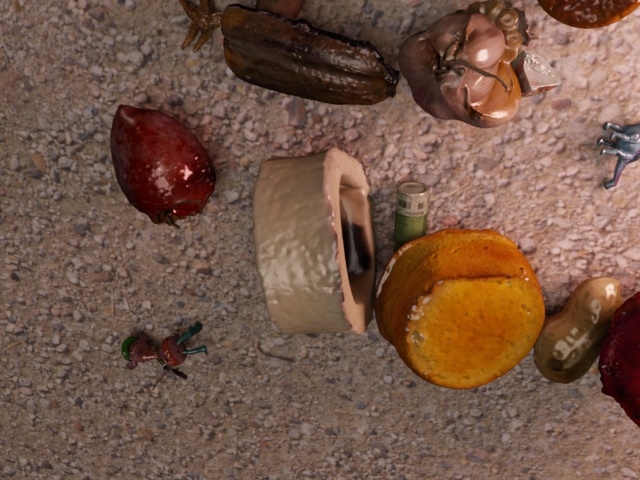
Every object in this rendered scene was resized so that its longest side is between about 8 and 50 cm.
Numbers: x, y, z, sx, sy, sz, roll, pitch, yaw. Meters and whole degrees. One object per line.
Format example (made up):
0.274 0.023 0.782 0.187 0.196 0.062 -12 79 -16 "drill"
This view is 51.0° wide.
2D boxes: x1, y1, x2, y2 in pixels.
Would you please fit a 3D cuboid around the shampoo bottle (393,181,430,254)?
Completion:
0.171 -0.006 1.264 0.065 0.065 0.205 7 119 13 "shampoo bottle"

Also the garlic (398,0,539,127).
0.245 -0.280 1.014 0.207 0.256 0.207 -1 95 -15 "garlic"

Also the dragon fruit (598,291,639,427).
0.603 0.159 1.090 0.330 0.302 0.240 38 168 -35 "dragon fruit"

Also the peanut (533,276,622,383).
0.474 0.164 1.241 0.120 0.110 0.236 34 122 23 "peanut"

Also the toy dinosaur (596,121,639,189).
0.502 -0.165 1.093 0.080 0.045 0.197 12 128 -5 "toy dinosaur"

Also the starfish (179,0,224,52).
-0.193 -0.392 1.174 0.130 0.041 0.133 4 119 13 "starfish"

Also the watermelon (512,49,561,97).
0.337 -0.262 1.077 0.085 0.061 0.085 6 128 7 "watermelon"

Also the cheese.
-0.002 -0.001 1.194 0.153 0.292 0.332 -2 105 17 "cheese"

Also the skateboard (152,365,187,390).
-0.369 0.339 1.630 0.064 0.032 0.083 35 119 -16 "skateboard"

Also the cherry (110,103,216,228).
-0.304 -0.147 1.259 0.175 0.192 0.250 -34 99 -8 "cherry"

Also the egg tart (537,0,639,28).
0.382 -0.392 0.933 0.215 0.171 0.215 17 134 19 "egg tart"

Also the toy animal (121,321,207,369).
-0.357 0.251 1.553 0.208 0.100 0.103 -17 151 21 "toy animal"

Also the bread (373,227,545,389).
0.252 0.129 1.222 0.312 0.172 0.312 -2 115 -5 "bread"

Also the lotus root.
-0.030 -0.282 1.113 0.329 0.078 0.167 20 158 19 "lotus root"

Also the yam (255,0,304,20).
-0.051 -0.425 1.094 0.084 0.084 0.127 27 124 1 "yam"
